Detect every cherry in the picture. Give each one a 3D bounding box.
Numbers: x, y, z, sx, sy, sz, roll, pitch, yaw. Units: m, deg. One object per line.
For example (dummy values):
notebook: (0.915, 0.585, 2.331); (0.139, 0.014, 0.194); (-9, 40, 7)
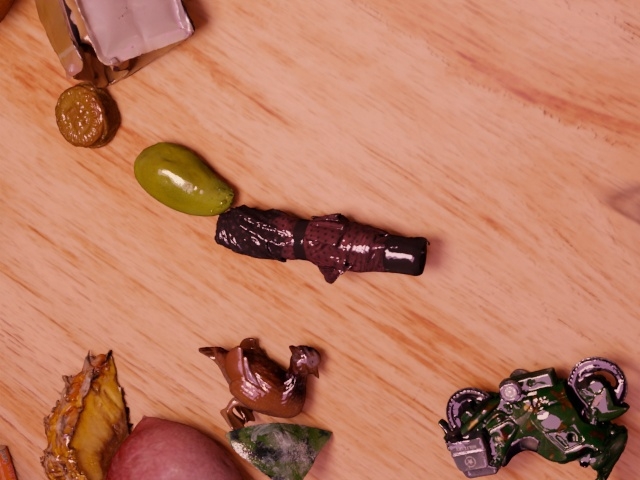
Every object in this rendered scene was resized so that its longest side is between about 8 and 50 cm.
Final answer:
cherry: (-0.240, 0.407, 1.442); (0.239, 0.206, 0.239); (0, 103, 0)

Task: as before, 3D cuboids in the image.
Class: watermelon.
watermelon: (-0.071, 0.328, 1.401); (0.155, 0.101, 0.080); (28, 142, -28)

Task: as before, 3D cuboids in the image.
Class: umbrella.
umbrella: (0.000, 0.000, 1.313); (0.326, 0.094, 0.090); (8, 134, 18)

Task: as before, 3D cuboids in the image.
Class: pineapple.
pineapple: (-0.416, 0.369, 1.525); (0.161, 0.158, 0.335); (-4, 104, 21)

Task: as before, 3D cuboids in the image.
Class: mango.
mango: (-0.208, -0.090, 1.370); (0.165, 0.074, 0.091); (26, 110, 11)

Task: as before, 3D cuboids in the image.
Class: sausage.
sausage: (-0.579, 0.431, 1.670); (0.031, 0.031, 0.107); (-10, 101, 22)

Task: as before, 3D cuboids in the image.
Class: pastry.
pastry: (-0.363, -0.192, 1.406); (0.097, 0.057, 0.109); (31, 111, 11)

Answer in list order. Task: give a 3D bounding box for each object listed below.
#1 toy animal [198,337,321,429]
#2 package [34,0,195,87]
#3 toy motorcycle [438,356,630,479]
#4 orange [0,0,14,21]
toy animal: (-0.098, 0.201, 1.411); (0.188, 0.089, 0.179); (40, 108, 5)
package: (-0.353, -0.379, 1.269); (0.221, 0.165, 0.311); (-16, 100, 44)
toy motorcycle: (0.307, 0.274, 1.270); (0.274, 0.125, 0.187); (-17, 89, 25)
orange: (-0.561, -0.415, 1.301); (0.264, 0.264, 0.264); (5, 106, 18)
